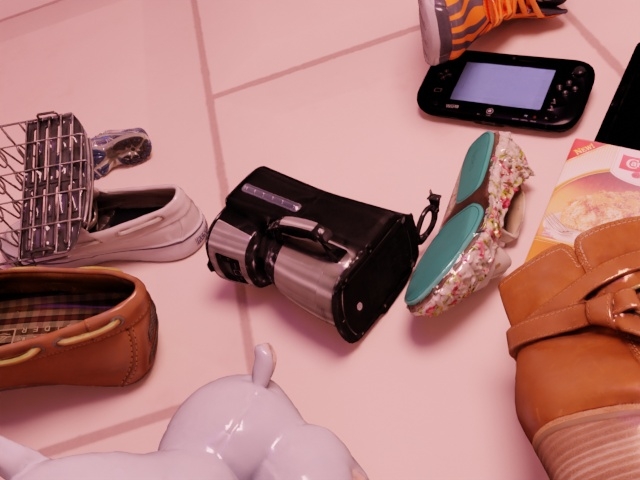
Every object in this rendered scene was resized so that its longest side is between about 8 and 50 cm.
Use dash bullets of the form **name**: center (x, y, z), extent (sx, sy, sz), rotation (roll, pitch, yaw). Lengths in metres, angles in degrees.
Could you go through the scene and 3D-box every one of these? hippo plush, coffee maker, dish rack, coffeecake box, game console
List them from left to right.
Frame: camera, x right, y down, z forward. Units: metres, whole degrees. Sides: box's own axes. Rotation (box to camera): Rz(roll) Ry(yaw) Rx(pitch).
- **dish rack**: center (-0.379, -0.038, 0.801), extent (0.271, 0.074, 0.208), rotation (-11, 64, 4)
- **hippo plush**: center (-0.096, 0.218, 0.523), extent (0.294, 0.234, 0.236), rotation (31, 33, 21)
- **coffee maker**: center (0.000, 0.000, 0.728), extent (0.178, 0.120, 0.171), rotation (23, 35, 33)
- **game console**: center (0.278, -0.152, 0.805), extent (0.361, 0.044, 0.213), rotation (14, 55, 29)
- **coffeecake box**: center (0.266, 0.010, 0.628), extent (0.142, 0.068, 0.186), rotation (17, 60, 24)

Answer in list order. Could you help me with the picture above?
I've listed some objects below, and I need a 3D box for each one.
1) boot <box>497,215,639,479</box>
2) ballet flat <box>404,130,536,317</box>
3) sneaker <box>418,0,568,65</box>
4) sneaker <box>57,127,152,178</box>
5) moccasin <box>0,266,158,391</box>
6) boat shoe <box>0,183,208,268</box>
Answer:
- **boot**: center (0.265, 0.068, 0.467), extent (0.283, 0.109, 0.220), rotation (-24, 38, 16)
- **ballet flat**: center (0.158, -0.012, 0.694), extent (0.091, 0.077, 0.241), rotation (-33, 23, 56)
- **sneaker**: center (0.216, -0.308, 0.876), extent (0.180, 0.125, 0.321), rotation (-1, 32, 16)
- **sneaker**: center (-0.295, -0.122, 0.976), extent (0.135, 0.052, 0.058), rotation (-13, 36, -3)
- **moccasin**: center (-0.350, 0.080, 0.677), extent (0.379, 0.147, 0.139), rotation (2, 48, 0)
- **boat shoe**: center (-0.269, -0.020, 0.839), extent (0.267, 0.088, 0.096), rotation (-1, 49, 18)
